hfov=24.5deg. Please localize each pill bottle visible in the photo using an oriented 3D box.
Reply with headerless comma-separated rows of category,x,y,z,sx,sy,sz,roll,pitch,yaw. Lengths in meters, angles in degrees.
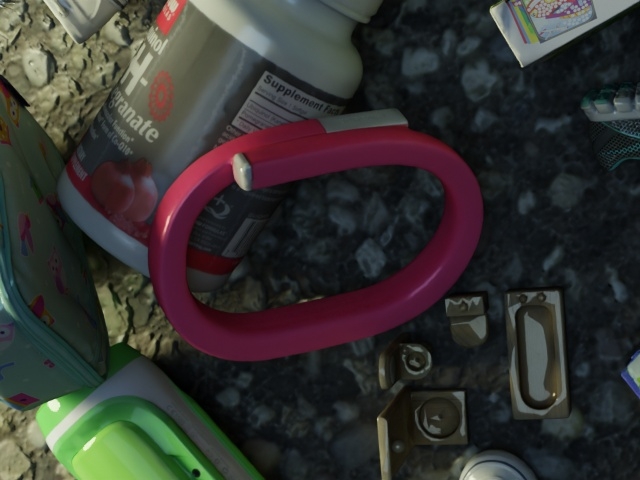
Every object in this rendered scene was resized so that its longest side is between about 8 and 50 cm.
pill bottle,-0.075,-0.128,1.265,0.176,0.176,0.318,36,104,7

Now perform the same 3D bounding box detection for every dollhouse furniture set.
dollhouse furniture set,0.132,0.121,1.270,0.151,0.123,0.144,-3,96,15

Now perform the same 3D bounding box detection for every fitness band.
fitness band,0.000,0.000,1.237,0.291,0.054,0.209,-11,125,-19

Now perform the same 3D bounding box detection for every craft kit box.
craft kit box,0.260,-0.218,1.130,0.247,0.250,0.061,-27,91,16

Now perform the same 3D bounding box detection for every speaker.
speaker,-0.124,0.237,1.350,0.131,0.131,0.296,-43,85,15

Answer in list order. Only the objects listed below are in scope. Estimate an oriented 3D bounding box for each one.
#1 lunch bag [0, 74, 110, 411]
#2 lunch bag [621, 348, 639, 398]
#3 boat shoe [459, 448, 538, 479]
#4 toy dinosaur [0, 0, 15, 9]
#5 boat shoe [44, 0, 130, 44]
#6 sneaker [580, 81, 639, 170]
lunch bag,-0.272,-0.005,1.279,0.108,0.224,0.279,-21,59,8
lunch bag,0.346,0.117,1.236,0.151,0.096,0.129,45,108,20
boat shoe,0.165,0.318,1.307,0.095,0.084,0.258,-8,95,15
toy dinosaur,-0.335,-0.238,1.390,0.090,0.047,0.082,22,81,23
boat shoe,-0.289,-0.287,1.341,0.267,0.096,0.088,42,90,-2
sneaker,0.304,-0.093,1.241,0.166,0.065,0.076,1,114,17
